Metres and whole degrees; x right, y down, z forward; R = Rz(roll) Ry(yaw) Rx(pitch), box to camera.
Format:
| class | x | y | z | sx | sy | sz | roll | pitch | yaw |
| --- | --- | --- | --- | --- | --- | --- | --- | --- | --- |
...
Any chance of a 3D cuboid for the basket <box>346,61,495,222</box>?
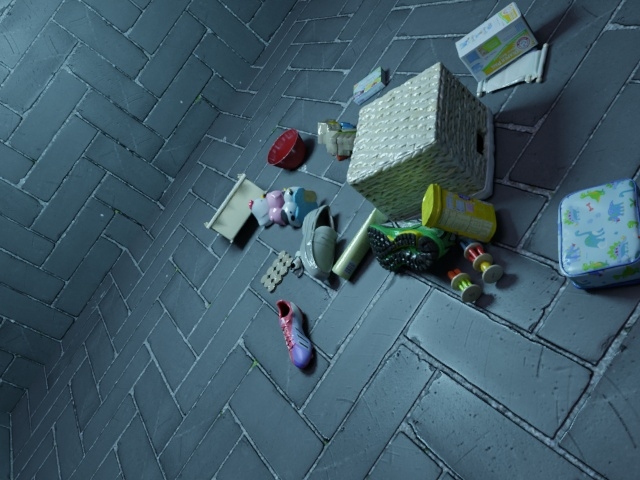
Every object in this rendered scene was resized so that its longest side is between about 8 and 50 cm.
| class | x | y | z | sx | sy | sz | roll | pitch | yaw |
| --- | --- | --- | --- | --- | --- | --- | --- | --- | --- |
| basket | 0.283 | -0.261 | 1.652 | 0.331 | 0.266 | 0.328 | -23 | 45 | 42 |

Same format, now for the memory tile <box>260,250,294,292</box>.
| class | x | y | z | sx | sy | sz | roll | pitch | yaw |
| --- | --- | --- | --- | --- | --- | --- | --- | --- | --- |
| memory tile | -0.155 | 0.111 | 2.100 | 0.148 | 0.012 | 0.113 | -53 | 32 | 0 |

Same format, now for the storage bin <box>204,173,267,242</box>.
| class | x | y | z | sx | sy | sz | roll | pitch | yaw |
| --- | --- | --- | --- | --- | --- | --- | --- | --- | --- |
| storage bin | -0.364 | -0.140 | 2.452 | 0.262 | 0.123 | 0.260 | -56 | 15 | -3 |

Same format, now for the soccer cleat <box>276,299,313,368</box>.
| class | x | y | z | sx | sy | sz | roll | pitch | yaw |
| --- | --- | --- | --- | --- | --- | --- | --- | --- | --- |
| soccer cleat | -0.086 | 0.284 | 1.773 | 0.083 | 0.095 | 0.248 | -40 | 34 | 20 |

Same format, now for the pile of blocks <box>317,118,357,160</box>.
| class | x | y | z | sx | sy | sz | roll | pitch | yaw |
| --- | --- | --- | --- | --- | --- | --- | --- | --- | --- |
| pile of blocks | 0.082 | -0.368 | 2.181 | 0.362 | 0.149 | 0.113 | -115 | 23 | -64 |

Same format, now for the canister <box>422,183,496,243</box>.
| class | x | y | z | sx | sy | sz | roll | pitch | yaw |
| --- | --- | --- | --- | --- | --- | --- | --- | --- | --- |
| canister | 0.348 | -0.066 | 1.459 | 0.126 | 0.170 | 0.073 | -78 | 7 | -49 |

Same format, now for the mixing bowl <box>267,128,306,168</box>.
| class | x | y | z | sx | sy | sz | roll | pitch | yaw |
| --- | --- | --- | --- | --- | --- | --- | --- | --- | --- |
| mixing bowl | -0.127 | -0.366 | 2.427 | 0.181 | 0.098 | 0.181 | -32 | 39 | 30 |

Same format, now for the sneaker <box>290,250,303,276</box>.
| class | x | y | z | sx | sy | sz | roll | pitch | yaw |
| --- | --- | --- | --- | --- | --- | --- | --- | --- | --- |
| sneaker | -0.081 | 0.073 | 2.011 | 0.040 | 0.044 | 0.109 | -33 | 36 | 33 |

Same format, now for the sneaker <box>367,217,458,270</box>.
| class | x | y | z | sx | sy | sz | roll | pitch | yaw |
| --- | --- | --- | --- | --- | --- | --- | --- | --- | --- |
| sneaker | 0.249 | 0.005 | 1.608 | 0.146 | 0.134 | 0.343 | -25 | 16 | -24 |

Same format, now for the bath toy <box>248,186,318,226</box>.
| class | x | y | z | sx | sy | sz | roll | pitch | yaw |
| --- | --- | --- | --- | --- | --- | --- | --- | --- | --- |
| bath toy | -0.155 | -0.134 | 2.221 | 0.348 | 0.129 | 0.151 | -2 | 59 | 52 |

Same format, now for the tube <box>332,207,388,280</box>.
| class | x | y | z | sx | sy | sz | roll | pitch | yaw |
| --- | --- | --- | --- | --- | --- | --- | --- | --- | --- |
| tube | 0.126 | 0.009 | 1.778 | 0.240 | 0.062 | 0.070 | -56 | 5 | 4 |

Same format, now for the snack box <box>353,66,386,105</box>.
| class | x | y | z | sx | sy | sz | roll | pitch | yaw |
| --- | --- | --- | --- | --- | --- | --- | --- | --- | --- |
| snack box | 0.194 | -0.612 | 2.301 | 0.141 | 0.037 | 0.100 | -30 | 38 | 33 |

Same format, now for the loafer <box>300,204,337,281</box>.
| class | x | y | z | sx | sy | sz | roll | pitch | yaw |
| --- | --- | --- | --- | --- | --- | --- | --- | --- | --- |
| loafer | 0.000 | 0.000 | 1.912 | 0.111 | 0.112 | 0.319 | -45 | 32 | 29 |

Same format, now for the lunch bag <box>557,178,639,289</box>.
| class | x | y | z | sx | sy | sz | roll | pitch | yaw |
| --- | --- | --- | --- | --- | --- | --- | --- | --- | --- |
| lunch bag | 0.582 | -0.012 | 1.195 | 0.176 | 0.090 | 0.219 | -19 | 46 | 41 |

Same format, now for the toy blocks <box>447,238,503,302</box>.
| class | x | y | z | sx | sy | sz | roll | pitch | yaw |
| --- | --- | --- | --- | --- | --- | --- | --- | --- | --- |
| toy blocks | 0.365 | 0.067 | 1.434 | 0.123 | 0.054 | 0.148 | -45 | 33 | 13 |

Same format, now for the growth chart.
| class | x | y | z | sx | sy | sz | roll | pitch | yaw |
| --- | --- | --- | --- | --- | --- | --- | --- | --- | --- |
| growth chart | 0.572 | -0.515 | 1.741 | 0.237 | 0.021 | 0.172 | -3 | 57 | 51 |

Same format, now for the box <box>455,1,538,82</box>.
| class | x | y | z | sx | sy | sz | roll | pitch | yaw |
| --- | --- | --- | --- | --- | --- | --- | --- | --- | --- |
| box | 0.529 | -0.594 | 1.747 | 0.203 | 0.114 | 0.103 | -32 | 35 | 29 |
